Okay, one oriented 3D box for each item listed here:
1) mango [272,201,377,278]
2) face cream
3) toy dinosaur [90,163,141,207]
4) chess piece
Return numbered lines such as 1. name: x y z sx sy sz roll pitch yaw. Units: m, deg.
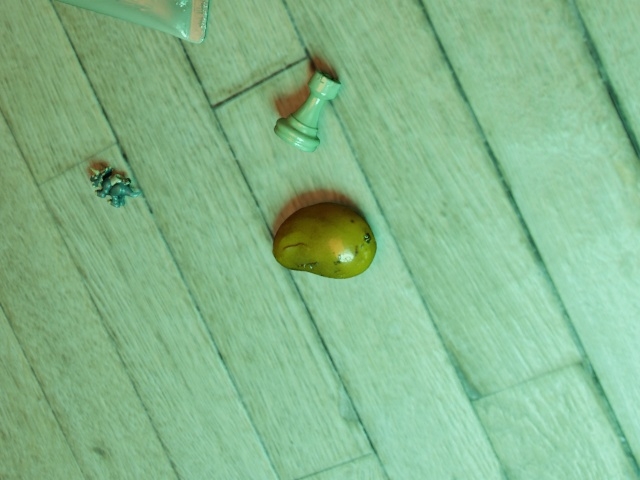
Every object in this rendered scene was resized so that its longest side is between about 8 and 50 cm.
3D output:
1. mango: -0.001 0.001 1.666 0.159 0.084 0.105 1 98 23
2. face cream: -0.306 -0.375 1.708 0.314 0.089 0.143 13 107 12
3. toy dinosaur: -0.309 -0.082 1.809 0.083 0.030 0.047 34 116 12
4. chess piece: -0.013 -0.178 1.641 0.067 0.067 0.103 32 105 13
